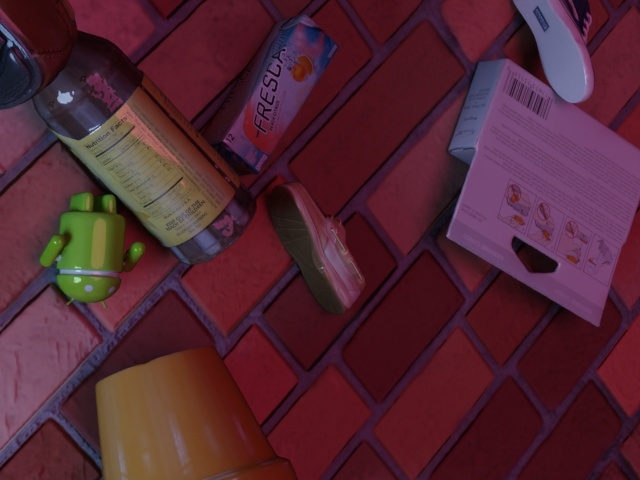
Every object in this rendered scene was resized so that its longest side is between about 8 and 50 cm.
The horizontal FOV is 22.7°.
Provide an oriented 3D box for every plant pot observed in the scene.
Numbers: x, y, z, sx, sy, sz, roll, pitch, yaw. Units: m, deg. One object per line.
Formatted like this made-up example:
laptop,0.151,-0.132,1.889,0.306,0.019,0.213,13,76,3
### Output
plant pot,-0.138,0.213,1.597,0.205,0.205,0.188,-13,81,-34

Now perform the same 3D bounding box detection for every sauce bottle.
sauce bottle,-0.209,-0.126,1.599,0.344,0.111,0.111,49,64,-21

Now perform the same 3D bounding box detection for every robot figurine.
robot figurine,-0.231,0.010,1.604,0.101,0.067,0.115,6,86,-31

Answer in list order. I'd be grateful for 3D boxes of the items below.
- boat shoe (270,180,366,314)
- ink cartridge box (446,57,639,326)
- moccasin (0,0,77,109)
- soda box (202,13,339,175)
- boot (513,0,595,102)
boat shoe,0.000,0.000,1.769,0.059,0.063,0.170,-41,120,-31
ink cartridge box,0.270,-0.055,1.951,0.275,0.060,0.239,29,73,-30
moccasin,-0.355,-0.296,1.411,0.380,0.139,0.147,45,38,-18
soda box,-0.057,-0.157,1.730,0.058,0.063,0.183,41,67,-26
boot,0.307,-0.256,1.949,0.086,0.069,0.190,-8,70,-37
